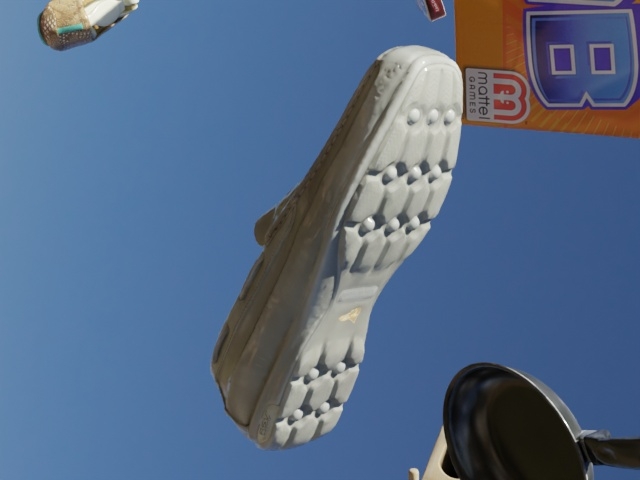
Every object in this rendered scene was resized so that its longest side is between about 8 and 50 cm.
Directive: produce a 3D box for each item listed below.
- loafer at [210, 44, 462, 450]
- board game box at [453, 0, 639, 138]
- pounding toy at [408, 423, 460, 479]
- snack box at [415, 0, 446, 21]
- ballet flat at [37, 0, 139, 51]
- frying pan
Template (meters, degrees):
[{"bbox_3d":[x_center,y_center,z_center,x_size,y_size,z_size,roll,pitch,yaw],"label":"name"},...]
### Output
[{"bbox_3d":[0.000,0.000,1.049,0.111,0.112,0.319,40,-64,34],"label":"loafer"},{"bbox_3d":[0.333,-0.326,1.361,0.356,0.356,0.356,-57,148,-53],"label":"board game box"},{"bbox_3d":[0.171,0.316,1.809,0.206,0.094,0.181,-67,154,-19],"label":"pounding toy"},{"bbox_3d":[0.101,-0.340,1.690,0.064,0.022,0.178,-117,-174,-63],"label":"snack box"},{"bbox_3d":[-0.239,-0.258,1.648,0.206,0.067,0.073,-60,142,-57],"label":"ballet flat"},{"bbox_3d":[0.219,0.175,1.404,0.197,0.053,0.326,57,-35,16],"label":"frying pan"}]
